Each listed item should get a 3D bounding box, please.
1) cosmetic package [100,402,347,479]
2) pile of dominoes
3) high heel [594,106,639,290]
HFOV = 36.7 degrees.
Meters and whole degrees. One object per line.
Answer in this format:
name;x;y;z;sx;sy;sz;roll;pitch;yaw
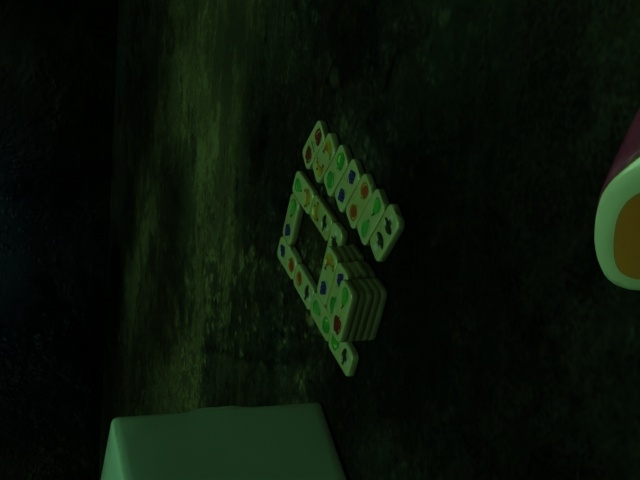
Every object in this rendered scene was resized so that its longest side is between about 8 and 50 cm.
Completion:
cosmetic package;-0.061;0.383;0.898;0.453;0.230;0.162;-111;30;-41
pile of dominoes;0.000;0.000;0.995;0.251;0.040;0.196;-124;40;-51
high heel;0.205;-0.085;0.512;0.117;0.082;0.244;-69;-12;-45
